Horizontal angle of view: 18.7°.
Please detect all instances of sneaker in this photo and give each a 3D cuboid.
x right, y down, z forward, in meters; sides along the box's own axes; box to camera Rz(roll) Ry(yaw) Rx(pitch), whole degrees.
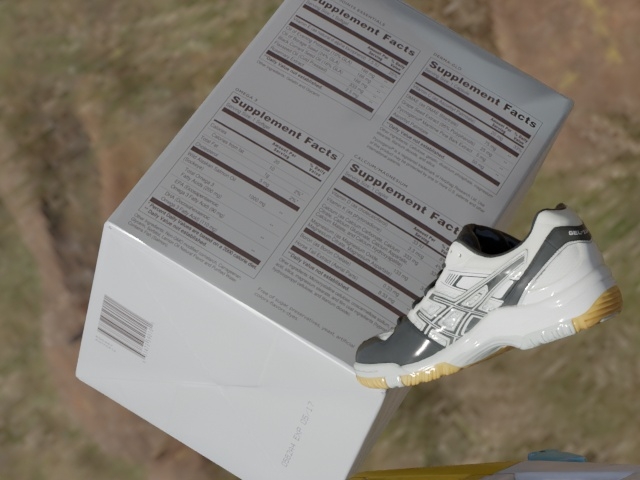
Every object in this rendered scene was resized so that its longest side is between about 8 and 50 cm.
[{"bbox_3d":[0.041,0.015,0.520,0.083,0.032,0.037,-23,86,34],"label":"sneaker"}]

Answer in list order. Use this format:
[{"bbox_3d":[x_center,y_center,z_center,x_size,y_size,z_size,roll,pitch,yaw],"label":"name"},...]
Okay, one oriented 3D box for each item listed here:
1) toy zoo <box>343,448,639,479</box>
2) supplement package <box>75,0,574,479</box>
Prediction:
[{"bbox_3d":[0.042,0.146,0.944,0.192,0.293,0.030,-7,93,36],"label":"toy zoo"},{"bbox_3d":[0.000,0.000,1.268,0.198,0.262,0.199,31,147,7],"label":"supplement package"}]
